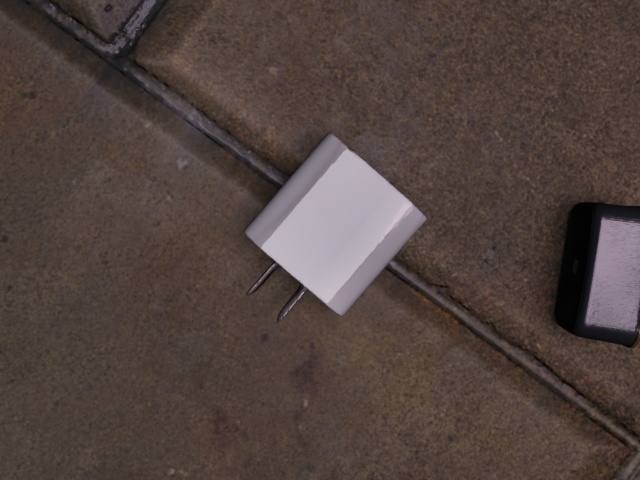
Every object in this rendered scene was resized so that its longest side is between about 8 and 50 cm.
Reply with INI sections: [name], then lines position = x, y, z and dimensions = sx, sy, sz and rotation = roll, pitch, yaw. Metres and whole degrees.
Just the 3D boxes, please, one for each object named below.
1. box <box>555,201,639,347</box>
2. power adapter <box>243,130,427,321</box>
[box]
position = 0.407, 0.044, 1.218
dimensions = 0.090, 0.144, 0.201
rotation = 8, 94, 0
[power adapter]
position = 0.000, 0.000, 1.206
dimensions = 0.187, 0.124, 0.255
rotation = 41, 90, -3
